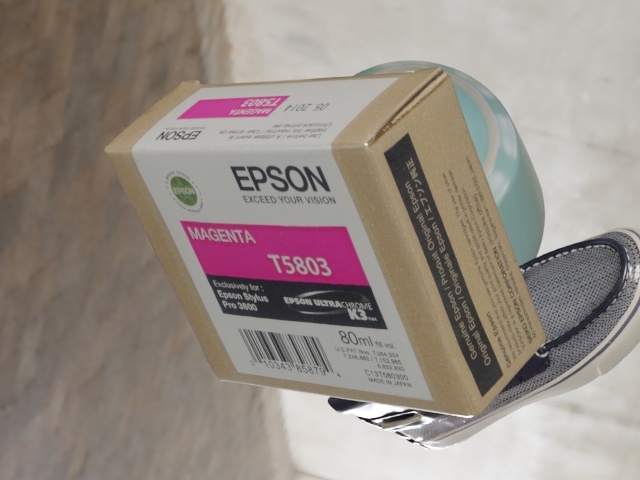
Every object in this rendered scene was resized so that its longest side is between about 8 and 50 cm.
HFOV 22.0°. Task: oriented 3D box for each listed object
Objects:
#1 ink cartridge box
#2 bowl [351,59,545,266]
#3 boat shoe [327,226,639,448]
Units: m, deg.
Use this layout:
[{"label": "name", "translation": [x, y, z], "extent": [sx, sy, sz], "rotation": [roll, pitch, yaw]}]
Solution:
[{"label": "ink cartridge box", "translation": [0.000, 0.000, 1.023], "extent": [0.088, 0.235, 0.193], "rotation": [-43, 120, -35]}, {"label": "bowl", "translation": [0.099, -0.072, 1.789], "extent": [0.163, 0.312, 0.311], "rotation": [91, 16, -62]}, {"label": "boat shoe", "translation": [0.150, 0.085, 1.516], "extent": [0.340, 0.158, 0.127], "rotation": [-40, -133, 33]}]
